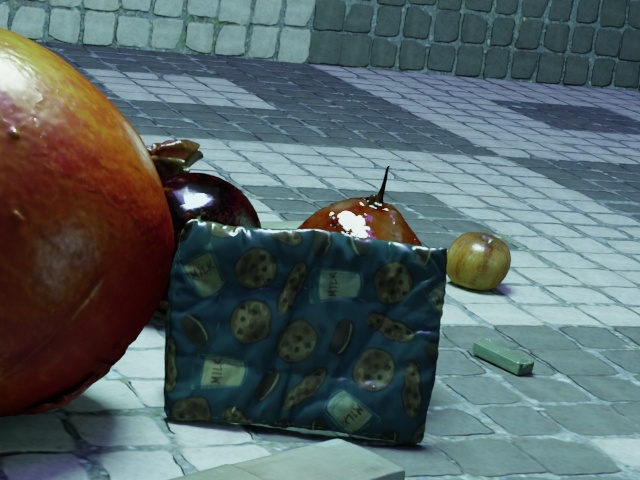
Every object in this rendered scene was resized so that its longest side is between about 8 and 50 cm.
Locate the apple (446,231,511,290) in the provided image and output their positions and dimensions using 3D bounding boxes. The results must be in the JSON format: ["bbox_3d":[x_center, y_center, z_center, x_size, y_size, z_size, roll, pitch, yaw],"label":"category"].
[{"bbox_3d":[0.204,0.028,1.980,0.084,0.071,0.084,12,21,-5],"label":"apple"}]

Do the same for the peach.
[{"bbox_3d":[-0.312,-0.006,1.320,0.370,0.370,0.370,8,14,-2],"label":"peach"}]

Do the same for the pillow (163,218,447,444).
[{"bbox_3d":[-0.016,0.083,1.406,0.255,0.189,0.034,6,-2,-3],"label":"pillow"}]

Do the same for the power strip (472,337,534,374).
[{"bbox_3d":[0.200,0.128,1.689,0.027,0.017,0.083,-3,19,-42],"label":"power strip"}]

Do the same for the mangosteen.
[{"bbox_3d":[-0.148,0.006,1.698,0.172,0.173,0.184,5,-5,-12],"label":"mangosteen"}]

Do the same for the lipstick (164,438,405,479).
[{"bbox_3d":[-0.089,0.214,1.069,0.079,0.076,0.371,19,18,41],"label":"lipstick"}]

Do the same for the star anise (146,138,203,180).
[{"bbox_3d":[-0.281,-0.067,1.952,0.288,0.088,0.288,-15,18,5],"label":"star anise"}]

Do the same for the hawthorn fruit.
[{"bbox_3d":[0.029,0.037,1.519,0.181,0.235,0.181,10,4,-1],"label":"hawthorn fruit"}]

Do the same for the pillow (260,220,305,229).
[{"bbox_3d":[0.000,0.000,2.010,0.229,0.051,0.128,-1,14,-27],"label":"pillow"}]
